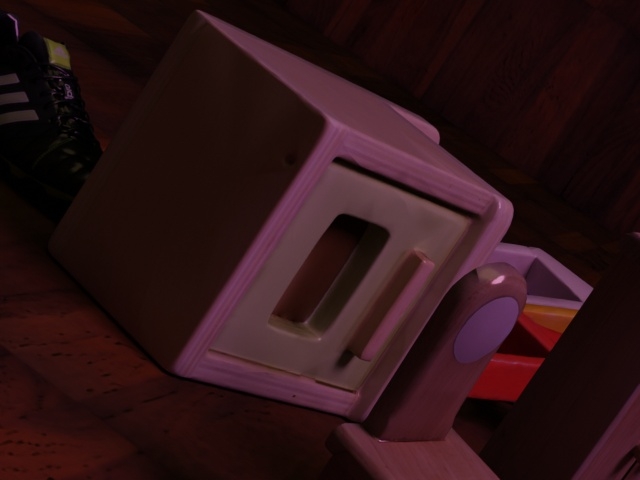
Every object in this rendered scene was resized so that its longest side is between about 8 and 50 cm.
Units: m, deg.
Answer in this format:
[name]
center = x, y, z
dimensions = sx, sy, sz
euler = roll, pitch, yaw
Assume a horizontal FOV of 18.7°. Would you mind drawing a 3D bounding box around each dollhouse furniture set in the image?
[dollhouse furniture set]
center = 0.215, 0.170, 0.788
dimensions = 0.303, 0.174, 0.355
euler = 6, 32, -48

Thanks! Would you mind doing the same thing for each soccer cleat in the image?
[soccer cleat]
center = -0.163, -0.077, 1.127
dimensions = 0.060, 0.072, 0.179
euler = 21, 16, -49

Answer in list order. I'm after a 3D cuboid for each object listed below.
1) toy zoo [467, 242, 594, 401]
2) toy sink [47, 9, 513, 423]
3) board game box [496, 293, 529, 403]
[toy zoo]
center = 0.113, 0.050, 1.296
dimensions = 0.293, 0.030, 0.192
euler = 8, 23, -32
[toy sink]
center = 0.000, 0.000, 1.055
dimensions = 0.131, 0.153, 0.234
euler = 41, 12, 36
[board game box]
center = 0.157, 0.079, 1.446
dimensions = 0.210, 0.047, 0.160
euler = 22, 16, -42
